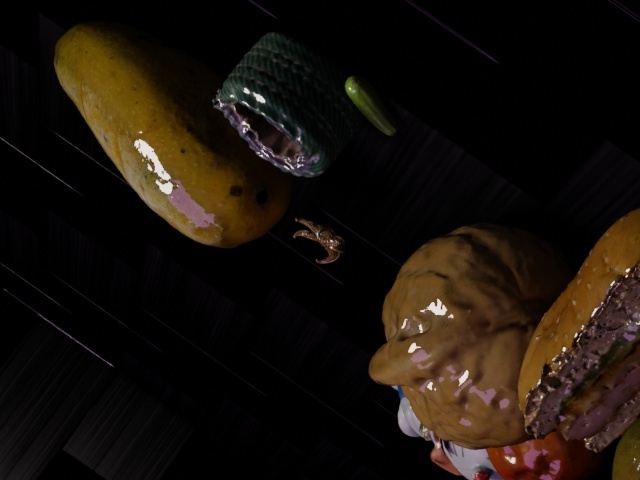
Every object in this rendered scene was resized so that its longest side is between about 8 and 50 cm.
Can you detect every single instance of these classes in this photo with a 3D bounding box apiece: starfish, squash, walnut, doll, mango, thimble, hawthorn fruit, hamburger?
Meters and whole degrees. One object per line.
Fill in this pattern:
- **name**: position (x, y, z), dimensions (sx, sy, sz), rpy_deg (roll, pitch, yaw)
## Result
- **starfish**: position (0.000, 0.000, 2.146), dimensions (0.091, 0.028, 0.078), rpy_deg (17, 149, 52)
- **squash**: position (0.049, -0.131, 1.723), dimensions (0.027, 0.027, 0.089), rpy_deg (21, 161, 39)
- **walnut**: position (0.163, 0.099, 1.786), dimensions (0.257, 0.257, 0.224), rpy_deg (134, 114, -72)
- **doll**: position (0.172, 0.204, 2.146), dimensions (0.257, 0.161, 0.215), rpy_deg (10, 135, 57)
- **mango**: position (-0.162, -0.129, 1.922), dimensions (0.329, 0.175, 0.176), rpy_deg (52, 134, 15)
- **thimble**: position (-0.028, -0.133, 1.755), dimensions (0.135, 0.090, 0.118), rpy_deg (41, 159, -9)
- **hawthorn fruit**: position (0.262, 0.256, 1.956), dimensions (0.165, 0.165, 0.285), rpy_deg (-4, 94, 64)
- **hamburger**: position (0.265, 0.063, 1.579), dimensions (0.124, 0.131, 0.262), rpy_deg (16, 130, -28)

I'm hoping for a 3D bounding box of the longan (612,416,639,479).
- **longan**: position (0.376, 0.251, 1.865), dimensions (0.145, 0.176, 0.155), rpy_deg (7, 124, 25)
